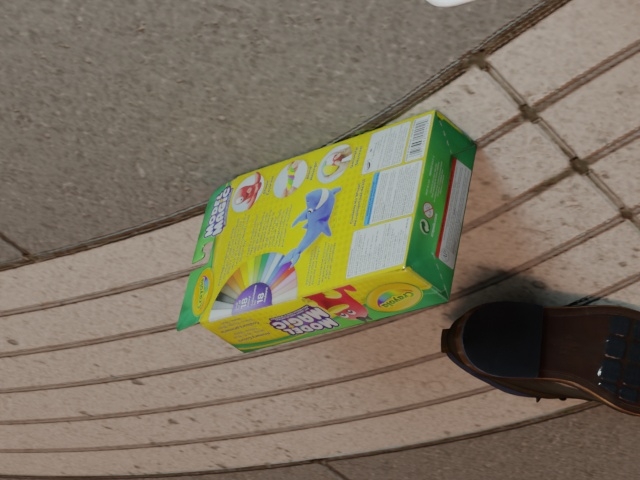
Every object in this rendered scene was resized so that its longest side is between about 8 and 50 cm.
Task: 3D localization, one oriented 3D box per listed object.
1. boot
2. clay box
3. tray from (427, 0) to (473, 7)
[{"bbox_3d":[0.200,0.090,1.430,0.219,0.082,0.106,14,173,-12],"label":"boot"},{"bbox_3d":[0.000,0.000,1.266,0.222,0.127,0.053,-17,139,42],"label":"clay box"},{"bbox_3d":[0.014,-0.195,0.677,0.270,0.030,0.145,42,151,-29],"label":"tray"}]
